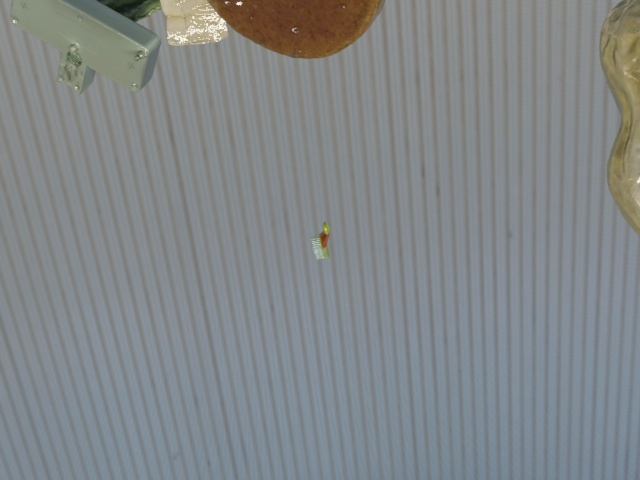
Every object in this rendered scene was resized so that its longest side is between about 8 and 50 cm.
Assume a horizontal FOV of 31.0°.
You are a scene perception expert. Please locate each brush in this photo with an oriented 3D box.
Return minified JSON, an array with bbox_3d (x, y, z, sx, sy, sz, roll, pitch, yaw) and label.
[{"bbox_3d":[0.000,0.000,1.257,0.021,0.019,0.083,-10,161,-4],"label":"brush"}]

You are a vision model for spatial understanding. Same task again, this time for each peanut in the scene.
[{"bbox_3d":[0.255,-0.079,0.832,0.098,0.090,0.214,-11,81,25],"label":"peanut"}]

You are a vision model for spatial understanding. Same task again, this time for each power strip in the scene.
[{"bbox_3d":[-0.334,-0.269,1.600,0.215,0.061,0.145,30,138,6],"label":"power strip"}]

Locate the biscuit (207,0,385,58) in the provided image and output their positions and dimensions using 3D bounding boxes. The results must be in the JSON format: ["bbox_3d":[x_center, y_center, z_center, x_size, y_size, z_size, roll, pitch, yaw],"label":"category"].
[{"bbox_3d":[-0.027,-0.177,0.626,0.124,0.026,0.175,-4,129,32],"label":"biscuit"}]

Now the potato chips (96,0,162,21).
[{"bbox_3d":[-0.198,-0.488,1.656,0.429,0.359,0.070,-29,144,29],"label":"potato chips"}]

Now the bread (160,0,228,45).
[{"bbox_3d":[-0.156,-0.323,1.442,0.077,0.152,0.105,-7,123,6],"label":"bread"}]
